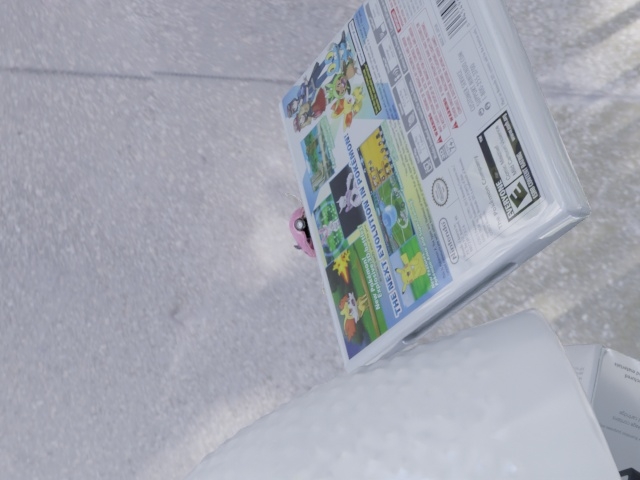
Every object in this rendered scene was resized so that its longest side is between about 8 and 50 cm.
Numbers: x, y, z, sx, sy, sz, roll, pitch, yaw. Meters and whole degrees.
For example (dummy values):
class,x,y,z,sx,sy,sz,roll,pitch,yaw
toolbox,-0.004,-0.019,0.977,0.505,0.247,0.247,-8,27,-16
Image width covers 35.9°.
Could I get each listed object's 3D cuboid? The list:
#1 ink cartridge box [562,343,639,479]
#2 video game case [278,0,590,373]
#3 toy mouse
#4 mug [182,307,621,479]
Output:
class,x,y,z,sx,sy,sz,roll,pitch,yaw
ink cartridge box,0.249,0.280,1.077,0.129,0.223,0.307,22,74,-22
video game case,0.080,-0.085,0.912,0.036,0.329,0.300,7,145,-35
toy mouse,0.000,0.000,1.214,0.161,0.031,0.143,25,62,-49
mug,0.059,0.258,0.706,0.328,0.374,0.276,-19,123,5
